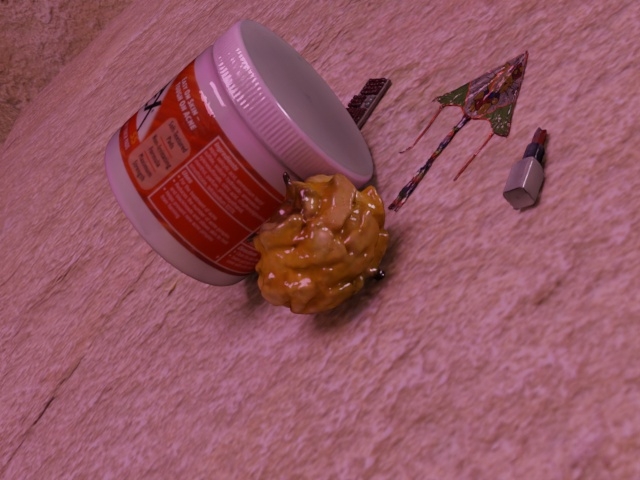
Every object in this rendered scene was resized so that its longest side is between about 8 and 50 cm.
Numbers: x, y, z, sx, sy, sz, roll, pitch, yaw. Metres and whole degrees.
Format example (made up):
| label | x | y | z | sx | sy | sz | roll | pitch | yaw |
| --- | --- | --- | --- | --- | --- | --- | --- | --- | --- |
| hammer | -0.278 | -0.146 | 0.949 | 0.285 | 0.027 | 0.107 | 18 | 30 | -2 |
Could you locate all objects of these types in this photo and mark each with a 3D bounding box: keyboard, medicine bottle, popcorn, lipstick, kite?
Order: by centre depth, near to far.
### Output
| label | x | y | z | sx | sy | sz | roll | pitch | yaw |
| --- | --- | --- | --- | --- | --- | --- | --- | --- | --- |
| lipstick | 0.207 | -0.076 | 0.909 | 0.025 | 0.025 | 0.107 | -20 | 31 | 43 |
| popcorn | 0.000 | 0.000 | 1.001 | 0.167 | 0.152 | 0.148 | -57 | 7 | -36 |
| kite | 0.157 | -0.131 | 1.076 | 0.244 | 0.006 | 0.198 | -48 | 27 | 0 |
| medicine bottle | -0.101 | -0.104 | 1.151 | 0.241 | 0.252 | 0.252 | -37 | 29 | 19 |
| keyboard | 0.037 | -0.161 | 1.282 | 0.166 | 0.017 | 0.055 | -56 | 28 | -15 |
